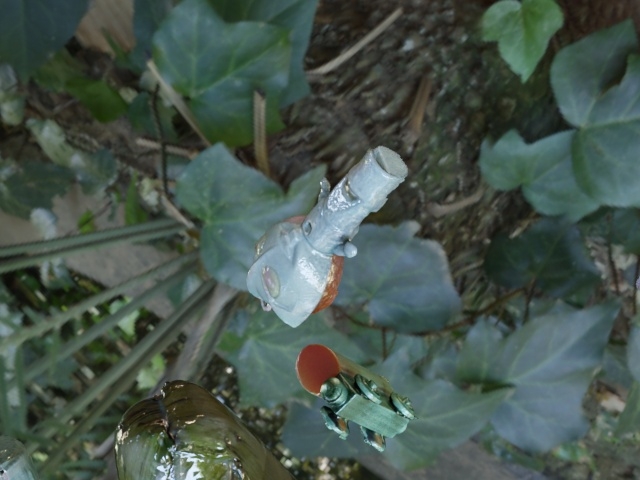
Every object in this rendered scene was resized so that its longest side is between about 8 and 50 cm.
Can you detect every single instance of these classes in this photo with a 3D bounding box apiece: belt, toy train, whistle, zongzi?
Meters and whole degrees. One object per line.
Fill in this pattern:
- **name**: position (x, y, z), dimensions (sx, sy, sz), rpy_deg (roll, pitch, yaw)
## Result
- **belt**: position (-0.659, 0.493, 1.695), dimensions (0.207, 0.257, 0.150), rpy_deg (0, 117, 45)
- **toy train**: position (0.063, 0.281, 1.631), dimensions (0.177, 0.116, 0.285), rpy_deg (49, -172, 36)
- **whistle**: position (0.001, 0.000, 1.229), dimensions (0.133, 0.142, 0.346), rpy_deg (26, 131, -19)
- **zongzi**: position (-0.191, 0.355, 1.000), dimensions (0.323, 0.360, 0.160), rpy_deg (54, 179, -30)

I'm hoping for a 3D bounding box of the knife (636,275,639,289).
- **knife**: position (0.462, -0.040, 1.078), dimensions (0.032, 0.244, 0.058), rpy_deg (31, 177, -40)
